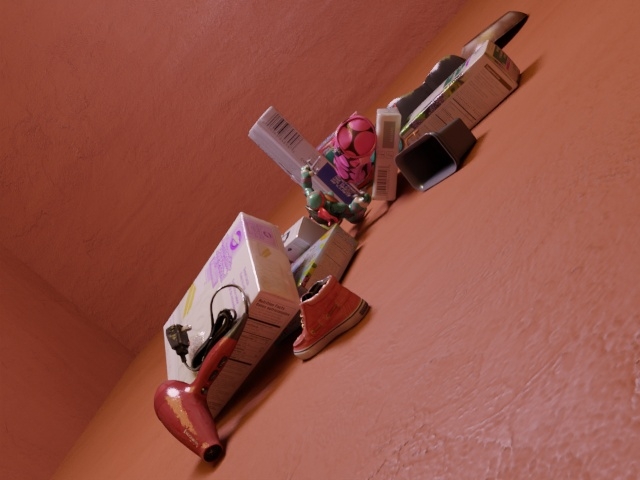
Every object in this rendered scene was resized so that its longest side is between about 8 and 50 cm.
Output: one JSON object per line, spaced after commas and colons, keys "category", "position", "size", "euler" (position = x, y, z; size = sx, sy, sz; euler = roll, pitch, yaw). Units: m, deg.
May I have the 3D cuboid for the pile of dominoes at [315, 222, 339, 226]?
{"category": "pile of dominoes", "position": [-0.034, 0.031, 2.003], "size": [0.251, 0.040, 0.196], "euler": [-54, 7, 19]}

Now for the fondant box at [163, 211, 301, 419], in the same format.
{"category": "fondant box", "position": [-0.180, 0.146, 1.489], "size": [0.330, 0.096, 0.238], "euler": [-52, 33, 24]}

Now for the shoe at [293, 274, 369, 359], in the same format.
{"category": "shoe", "position": [-0.006, 0.120, 1.224], "size": [0.178, 0.081, 0.063], "euler": [-41, 11, 42]}

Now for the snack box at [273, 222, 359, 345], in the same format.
{"category": "snack box", "position": [-0.027, 0.085, 1.526], "size": [0.174, 0.070, 0.207], "euler": [-42, 12, 40]}

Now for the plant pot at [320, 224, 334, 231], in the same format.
{"category": "plant pot", "position": [0.000, 0.000, 1.786], "size": [0.079, 0.083, 0.083], "euler": [-40, 3, -31]}

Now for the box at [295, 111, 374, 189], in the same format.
{"category": "box", "position": [0.058, -0.215, 2.187], "size": [0.142, 0.154, 0.300], "euler": [-51, 8, -24]}

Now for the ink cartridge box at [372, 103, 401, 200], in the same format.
{"category": "ink cartridge box", "position": [0.139, -0.197, 1.688], "size": [0.225, 0.056, 0.181], "euler": [-88, 0, -74]}

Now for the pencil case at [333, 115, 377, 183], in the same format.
{"category": "pencil case", "position": [0.069, -0.178, 1.600], "size": [0.095, 0.098, 0.209], "euler": [-28, -8, -2]}

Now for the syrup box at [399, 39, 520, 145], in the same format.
{"category": "syrup box", "position": [0.273, -0.271, 1.530], "size": [0.237, 0.096, 0.093], "euler": [-44, 11, 34]}

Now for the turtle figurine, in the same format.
{"category": "turtle figurine", "position": [0.018, -0.089, 1.660], "size": [0.118, 0.175, 0.234], "euler": [-55, -16, 1]}

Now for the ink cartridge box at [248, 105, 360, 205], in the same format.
{"category": "ink cartridge box", "position": [-0.043, -0.198, 2.021], "size": [0.071, 0.324, 0.330], "euler": [-47, 9, -3]}

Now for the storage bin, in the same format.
{"category": "storage bin", "position": [0.211, -0.167, 1.419], "size": [0.091, 0.098, 0.135], "euler": [-41, 3, -31]}

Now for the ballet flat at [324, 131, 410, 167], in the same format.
{"category": "ballet flat", "position": [0.126, -0.222, 1.970], "size": [0.240, 0.091, 0.077], "euler": [-8, 10, 33]}

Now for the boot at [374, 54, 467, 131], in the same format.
{"category": "boot", "position": [0.266, -0.341, 1.968], "size": [0.305, 0.112, 0.115], "euler": [-41, -10, 27]}

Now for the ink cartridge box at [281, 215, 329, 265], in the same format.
{"category": "ink cartridge box", "position": [-0.037, 0.027, 1.682], "size": [0.150, 0.109, 0.063], "euler": [-40, 26, 48]}

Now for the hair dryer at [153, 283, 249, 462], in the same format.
{"category": "hair dryer", "position": [-0.208, 0.232, 1.320], "size": [0.223, 0.080, 0.294], "euler": [-35, 51, 39]}

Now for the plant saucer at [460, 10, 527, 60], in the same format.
{"category": "plant saucer", "position": [0.427, -0.520, 1.966], "size": [0.198, 0.036, 0.198], "euler": [-38, 7, 6]}
